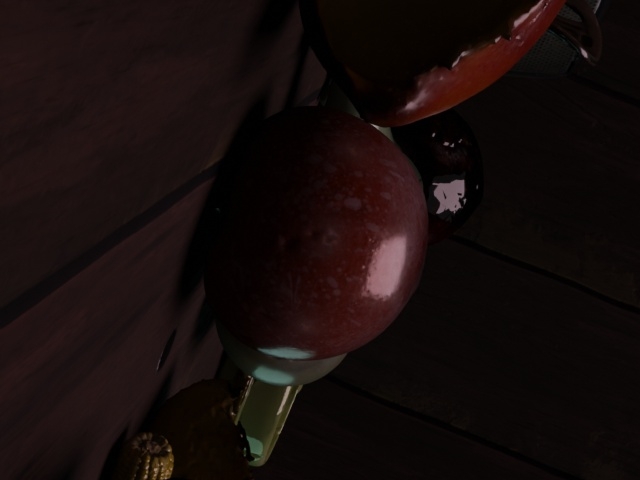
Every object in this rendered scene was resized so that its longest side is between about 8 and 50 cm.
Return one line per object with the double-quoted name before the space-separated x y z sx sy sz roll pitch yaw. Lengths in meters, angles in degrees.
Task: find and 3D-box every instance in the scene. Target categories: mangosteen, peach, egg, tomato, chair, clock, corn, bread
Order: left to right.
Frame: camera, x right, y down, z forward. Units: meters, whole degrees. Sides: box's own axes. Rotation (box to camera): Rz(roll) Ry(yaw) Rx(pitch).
"corn" -0.202 0.280 1.490 0.085 0.063 0.165 -118 -133 -64
"bread" -0.146 0.287 1.603 0.160 0.147 0.261 97 -17 -46
"clock" -0.097 0.231 2.279 0.348 0.117 0.286 -31 142 -84
"egg" -0.043 0.091 1.781 0.217 0.183 0.183 163 -50 -82
"tomato" 0.000 0.000 1.509 0.270 0.227 0.270 20 90 -85
"mangosteen" 0.154 -0.116 2.597 0.297 0.297 0.293 -62 170 -59
"peach" 0.112 -0.247 1.393 0.201 0.257 0.362 84 26 -72
"chair" 0.207 -0.353 1.648 0.176 0.326 0.183 -64 175 -62

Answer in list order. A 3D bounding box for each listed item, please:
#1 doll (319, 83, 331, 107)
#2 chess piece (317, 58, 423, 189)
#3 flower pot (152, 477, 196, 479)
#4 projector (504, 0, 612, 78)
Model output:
"doll" 0.039 -0.214 2.050 0.150 0.077 0.115 -57 173 37
"chess piece" 0.042 -0.154 1.706 0.195 0.194 0.299 -63 165 -50
"flower pot" -0.144 0.354 1.201 0.251 0.379 0.379 -111 -141 -64
"projector" 0.282 -0.487 1.962 0.405 0.242 0.395 104 -9 -63
